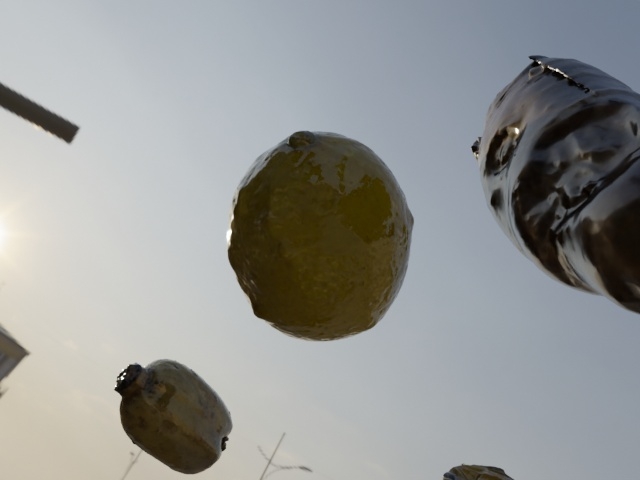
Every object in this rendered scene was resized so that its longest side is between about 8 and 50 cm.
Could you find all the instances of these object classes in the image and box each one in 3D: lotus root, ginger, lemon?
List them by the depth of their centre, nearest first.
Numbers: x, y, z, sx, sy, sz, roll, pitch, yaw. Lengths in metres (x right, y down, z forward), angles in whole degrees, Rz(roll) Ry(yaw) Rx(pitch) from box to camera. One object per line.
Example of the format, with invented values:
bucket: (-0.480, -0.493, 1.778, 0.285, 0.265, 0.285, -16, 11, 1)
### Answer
ginger: (0.272, -0.033, 0.532, 0.254, 0.418, 0.176, 27, -69, -15)
lemon: (0.000, 0.000, 0.741, 0.233, 0.233, 0.288, 13, -52, 24)
lotus root: (-0.261, 0.313, 1.074, 0.146, 0.160, 0.284, -23, -53, 18)

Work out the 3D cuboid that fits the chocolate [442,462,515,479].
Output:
chocolate: (0.122, 0.307, 0.511, 0.085, 0.085, 0.219, 15, -79, 22)
